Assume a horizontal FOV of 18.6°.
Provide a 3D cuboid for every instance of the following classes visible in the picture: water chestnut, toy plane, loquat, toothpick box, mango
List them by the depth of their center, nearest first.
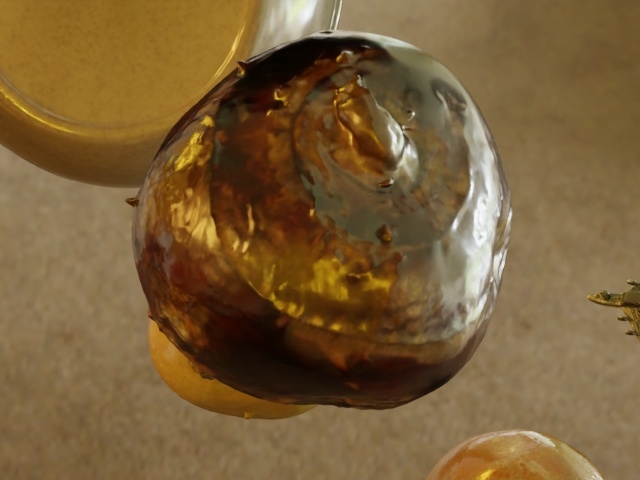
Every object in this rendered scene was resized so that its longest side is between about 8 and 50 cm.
[{"bbox_3d":[0.000,0.000,1.126,0.223,0.238,0.224,16,61,-31],"label":"water chestnut"},{"bbox_3d":[0.232,0.045,1.400,0.084,0.024,0.078,11,69,17],"label":"toy plane"},{"bbox_3d":[-0.058,0.072,1.578,0.172,0.149,0.204,11,11,21],"label":"loquat"},{"bbox_3d":[-0.175,-0.261,1.915,0.409,0.409,0.425,14,9,0],"label":"toothpick box"},{"bbox_3d":[0.196,0.316,2.098,0.199,0.384,0.221,-20,85,-14],"label":"mango"}]
